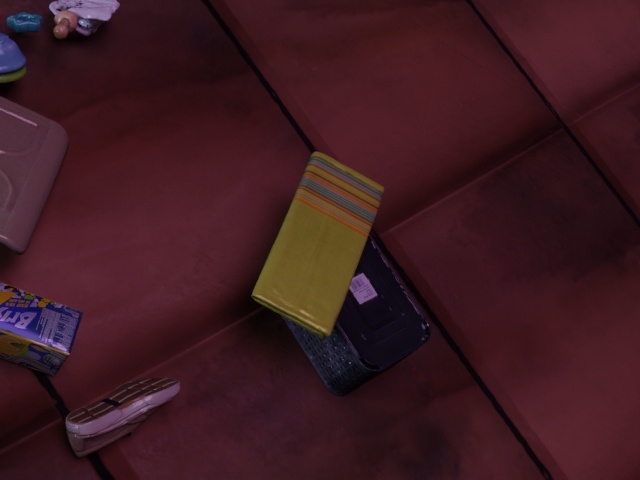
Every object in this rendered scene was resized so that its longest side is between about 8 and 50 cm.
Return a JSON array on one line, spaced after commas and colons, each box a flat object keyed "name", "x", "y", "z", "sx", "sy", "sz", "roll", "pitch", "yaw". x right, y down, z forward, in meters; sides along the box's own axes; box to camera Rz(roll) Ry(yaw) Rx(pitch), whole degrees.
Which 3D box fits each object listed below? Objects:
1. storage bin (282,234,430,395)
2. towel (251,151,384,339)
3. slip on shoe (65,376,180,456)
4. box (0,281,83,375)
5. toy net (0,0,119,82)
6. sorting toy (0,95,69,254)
[{"name": "storage bin", "x": 0.032, "y": 0.079, "z": 1.229, "sx": 0.122, "sy": 0.084, "sz": 0.180, "roll": -24, "pitch": 77, "yaw": -40}, {"name": "towel", "x": 0.000, "y": 0.000, "z": 1.191, "sx": 0.102, "sy": 0.021, "sz": 0.237, "roll": 28, "pitch": 51, "yaw": -8}, {"name": "slip on shoe", "x": -0.201, "y": 0.180, "z": 1.049, "sx": 0.135, "sy": 0.051, "sz": 0.041, "roll": -24, "pitch": 116, "yaw": -48}, {"name": "box", "x": -0.331, "y": 0.076, "z": 1.017, "sx": 0.169, "sy": 0.059, "sz": 0.054, "roll": 23, "pitch": 51, "yaw": -18}, {"name": "toy net", "x": -0.344, "y": -0.254, "z": 1.227, "sx": 0.122, "sy": 0.045, "sz": 0.232, "roll": 24, "pitch": 36, "yaw": 27}, {"name": "sorting toy", "x": -0.397, "y": -0.067, "z": 1.044, "sx": 0.229, "sy": 0.041, "sz": 0.307, "roll": 28, "pitch": 37, "yaw": -19}]
